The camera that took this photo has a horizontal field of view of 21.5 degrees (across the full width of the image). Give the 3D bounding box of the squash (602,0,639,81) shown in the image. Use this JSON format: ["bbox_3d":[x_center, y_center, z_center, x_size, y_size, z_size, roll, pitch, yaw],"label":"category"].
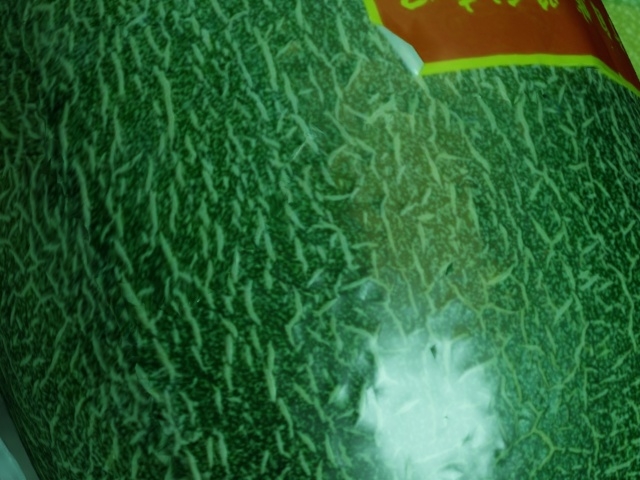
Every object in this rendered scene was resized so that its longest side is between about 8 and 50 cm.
[{"bbox_3d":[0.068,-0.072,0.554,0.107,0.107,0.395,-30,76,-35],"label":"squash"}]

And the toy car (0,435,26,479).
[{"bbox_3d":[-0.164,0.068,0.378,0.191,0.100,0.097,-19,69,-53],"label":"toy car"}]

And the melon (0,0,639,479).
[{"bbox_3d":[0.000,0.000,0.433,0.182,0.182,0.288,-8,69,-28],"label":"melon"}]
